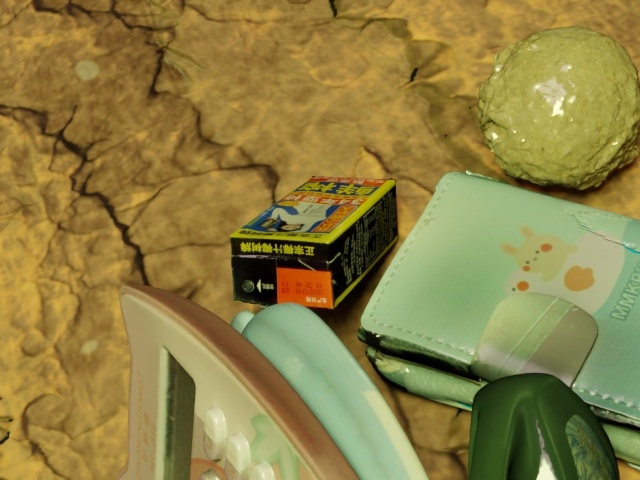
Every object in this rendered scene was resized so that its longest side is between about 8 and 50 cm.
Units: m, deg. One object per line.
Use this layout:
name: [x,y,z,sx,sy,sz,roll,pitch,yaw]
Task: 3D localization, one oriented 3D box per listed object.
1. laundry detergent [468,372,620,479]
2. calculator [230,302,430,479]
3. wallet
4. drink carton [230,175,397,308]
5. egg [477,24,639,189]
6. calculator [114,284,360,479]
laundry detergent: [0.111,0.185,0.618,0.078,0.144,0.221,-13,34,27]
calculator: [0.000,0.142,0.668,0.042,0.188,0.303,-11,29,-23]
wallet: [0.167,0.049,0.766,0.250,0.075,0.176,18,58,27]
drink carton: [0.000,0.000,0.808,0.071,0.056,0.166,1,17,19]
egg: [0.176,-0.095,0.844,0.116,0.118,0.140,-1,31,46]
calculator: [-0.036,0.168,0.649,0.048,0.220,0.330,-8,30,-29]
